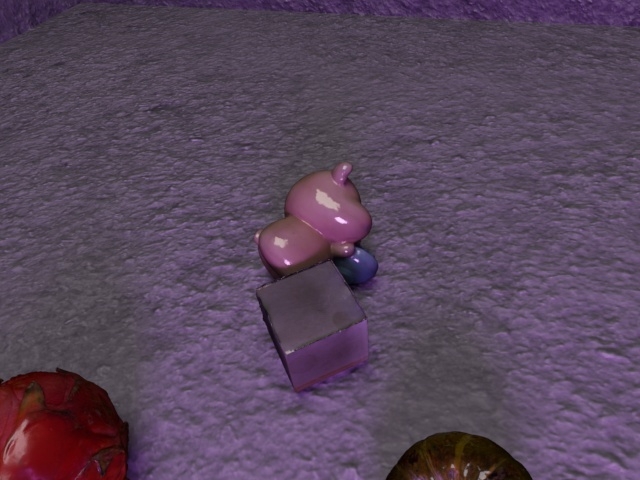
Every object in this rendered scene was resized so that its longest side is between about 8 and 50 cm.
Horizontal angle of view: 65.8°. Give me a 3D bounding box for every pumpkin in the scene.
[{"bbox_3d":[0.170,0.346,0.601,0.219,0.162,0.219,-17,53,24],"label":"pumpkin"}]

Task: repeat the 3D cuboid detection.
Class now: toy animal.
[{"bbox_3d":[-0.018,-0.011,0.963,0.221,0.210,0.230,-13,80,-12],"label":"toy animal"}]

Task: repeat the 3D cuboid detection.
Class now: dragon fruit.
[{"bbox_3d":[-0.384,0.302,0.676,0.241,0.241,0.252,-10,62,-2],"label":"dragon fruit"}]

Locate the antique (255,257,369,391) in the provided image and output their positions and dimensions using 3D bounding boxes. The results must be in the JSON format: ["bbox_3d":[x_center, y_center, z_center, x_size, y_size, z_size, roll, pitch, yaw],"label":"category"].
[{"bbox_3d":[-0.013,0.143,0.833,0.146,0.148,0.152,-21,46,-12],"label":"antique"}]
